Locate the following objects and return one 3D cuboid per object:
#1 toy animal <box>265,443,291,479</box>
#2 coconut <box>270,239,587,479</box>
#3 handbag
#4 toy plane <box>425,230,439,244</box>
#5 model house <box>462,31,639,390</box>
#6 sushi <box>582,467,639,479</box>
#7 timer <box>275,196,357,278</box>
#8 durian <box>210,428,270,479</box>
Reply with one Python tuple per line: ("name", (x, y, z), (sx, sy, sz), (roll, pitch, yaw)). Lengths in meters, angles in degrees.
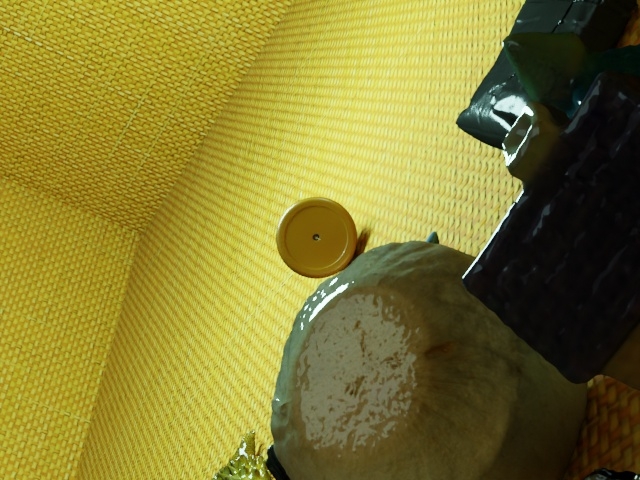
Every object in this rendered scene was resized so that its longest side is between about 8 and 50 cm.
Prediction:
("toy animal", (0.093, 0.267, 1.426), (0.272, 0.197, 0.160), (-25, -6, -8))
("coconut", (0.110, 0.160, 1.238), (0.329, 0.328, 0.329), (-56, 20, 32))
("handbag", (0.269, -0.216, 1.555), (0.223, 0.080, 0.247), (-65, 17, 4))
("toy plane", (0.130, 0.099, 1.583), (0.169, 0.078, 0.246), (-41, 24, 55))
("model house", (0.254, -0.032, 1.007), (0.245, 0.280, 0.312), (-58, 18, 28))
("sushi", (0.267, 0.222, 0.923), (0.212, 0.115, 0.147), (-38, 36, 55))
("timer", (0.000, 0.000, 2.084), (0.152, 0.132, 0.132), (35, -102, -83))
("durian", (-0.138, 0.388, 2.017), (0.140, 0.078, 0.224), (-53, 23, 39))
